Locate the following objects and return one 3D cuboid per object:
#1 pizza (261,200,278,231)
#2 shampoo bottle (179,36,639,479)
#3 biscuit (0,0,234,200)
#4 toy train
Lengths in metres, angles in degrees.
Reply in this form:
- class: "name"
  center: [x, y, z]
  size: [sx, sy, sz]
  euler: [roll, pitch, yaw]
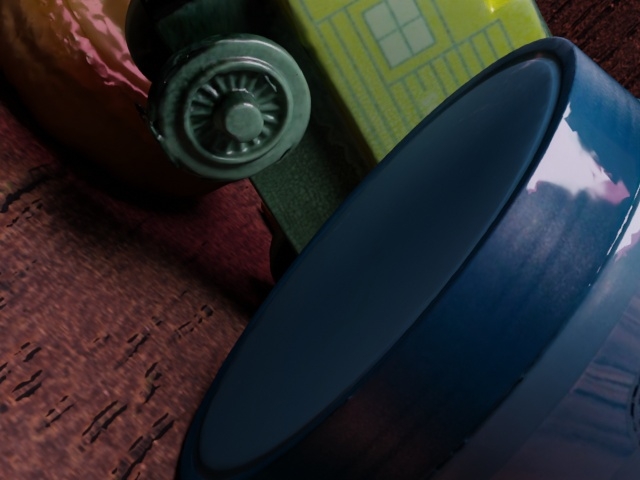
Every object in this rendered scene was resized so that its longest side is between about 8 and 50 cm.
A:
- class: "pizza"
  center: [-0.010, -0.005, 1.375]
  size: [0.099, 0.029, 0.100]
  euler: [41, 17, -2]
- class: "shampoo bottle"
  center: [0.153, 0.116, 0.924]
  size: [0.343, 0.331, 0.331]
  euler: [40, 17, -12]
- class: "biscuit"
  center: [-0.133, -0.138, 1.237]
  size: [0.274, 0.091, 0.213]
  euler: [23, 43, -37]
- class: "toy train"
  center: [0.047, -0.077, 1.134]
  size: [0.442, 0.272, 0.179]
  euler: [58, 1, -35]
